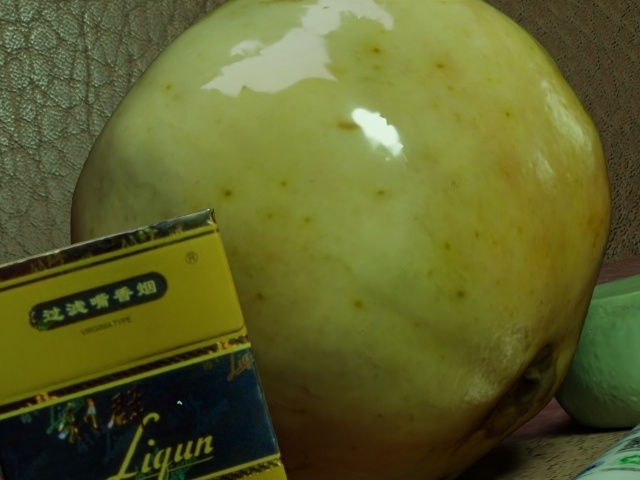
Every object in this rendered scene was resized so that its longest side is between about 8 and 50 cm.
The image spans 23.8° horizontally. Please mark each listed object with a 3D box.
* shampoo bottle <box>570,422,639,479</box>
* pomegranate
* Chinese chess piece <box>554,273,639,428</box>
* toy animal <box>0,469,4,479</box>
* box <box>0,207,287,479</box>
[{"bbox_3d":[0.182,0.114,0.695,0.092,0.092,0.303,-15,0,29],"label":"shampoo bottle"},{"bbox_3d":[0.000,0.000,1.105,0.412,0.411,0.411,-15,0,0],"label":"pomegranate"},{"bbox_3d":[0.299,0.071,1.210,0.250,0.101,0.250,-15,0,0],"label":"Chinese chess piece"},{"bbox_3d":[-0.210,0.220,1.232,0.095,0.219,0.155,3,46,24],"label":"toy animal"},{"bbox_3d":[-0.105,0.114,0.860,0.152,0.237,0.070,-15,4,-10],"label":"box"}]
